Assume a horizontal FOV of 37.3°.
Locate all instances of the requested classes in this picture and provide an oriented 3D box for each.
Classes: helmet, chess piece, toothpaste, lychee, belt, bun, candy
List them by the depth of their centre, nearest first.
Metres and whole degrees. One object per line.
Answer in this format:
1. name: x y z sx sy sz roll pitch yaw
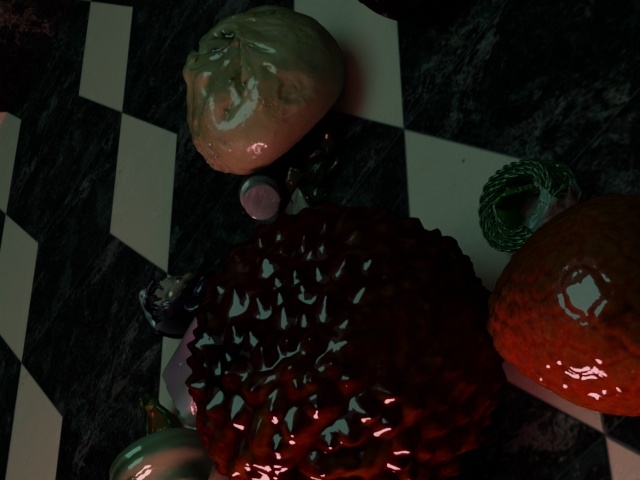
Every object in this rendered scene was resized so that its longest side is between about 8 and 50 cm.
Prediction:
1. lychee: 0.327 0.067 1.043 0.300 0.255 0.255 -34 48 35
2. lychee: 0.040 0.144 1.259 0.425 0.424 0.500 -38 7 36
3. belt: 0.290 -0.048 1.292 0.151 0.079 0.121 -47 50 45
4. helmet: 0.145 -0.463 1.579 0.216 0.193 0.189 13 81 50
5. chess piece: -0.231 0.490 1.625 0.194 0.195 0.299 -52 48 22
6. toothpaste: 0.000 0.000 1.634 0.218 0.041 0.064 54 132 32
7. candy: -0.175 0.202 1.733 0.265 0.116 0.155 -59 38 14
8. bun: -0.115 -0.292 1.765 0.326 0.234 0.362 -17 39 32
9. toothpaste: -0.124 -0.107 1.815 0.299 0.073 0.114 -119 52 -72

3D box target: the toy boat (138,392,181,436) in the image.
1. toy boat: -0.320 0.408 1.843 0.089 0.088 0.229 -36 46 36

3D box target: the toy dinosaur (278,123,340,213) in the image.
1. toy dinosaur: -0.012 -0.117 1.767 0.187 0.087 0.179 -51 -1 0

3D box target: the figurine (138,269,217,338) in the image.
1. figurine: -0.267 0.129 1.899 0.222 0.145 0.145 -9 66 39
